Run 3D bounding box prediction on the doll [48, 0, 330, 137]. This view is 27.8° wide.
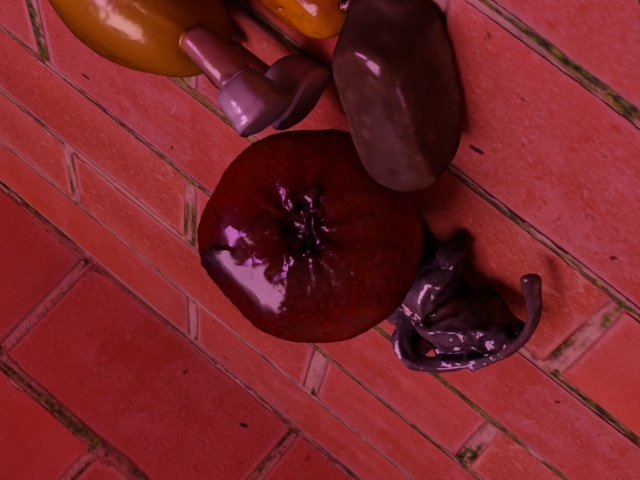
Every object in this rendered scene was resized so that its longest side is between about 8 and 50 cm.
[{"bbox_3d":[-0.186,-0.257,1.513,0.423,0.161,0.348,32,-171,-15],"label":"doll"}]

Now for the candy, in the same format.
[{"bbox_3d":[0.084,-0.154,1.362,0.102,0.104,0.234,23,155,31],"label":"candy"}]

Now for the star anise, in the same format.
[{"bbox_3d":[0.139,0.076,1.707,0.316,0.139,0.359,35,151,21],"label":"star anise"}]

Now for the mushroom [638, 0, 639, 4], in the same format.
[{"bbox_3d":[0.256,-0.196,0.952,0.225,0.093,0.116,36,-178,2],"label":"mushroom"}]

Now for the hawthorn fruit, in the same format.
[{"bbox_3d":[0.000,0.000,1.578,0.265,0.265,0.307,37,176,12],"label":"hawthorn fruit"}]

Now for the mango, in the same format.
[{"bbox_3d":[-0.018,-0.261,1.387,0.101,0.066,0.187,42,168,-25],"label":"mango"}]
